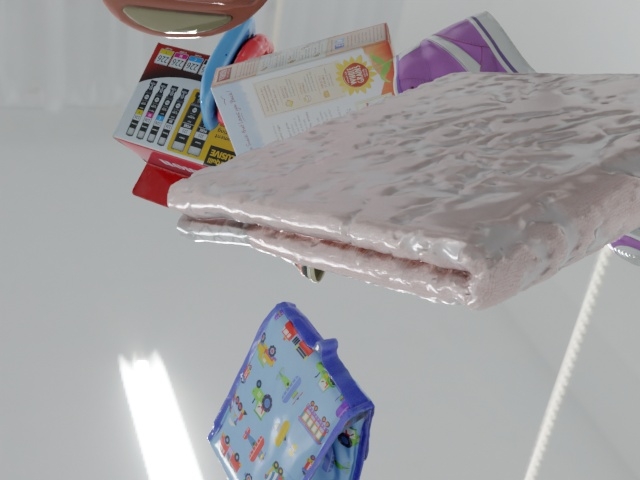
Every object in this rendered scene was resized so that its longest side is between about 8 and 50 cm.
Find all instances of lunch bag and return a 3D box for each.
[{"bbox_3d":[-0.034,0.246,1.431,0.138,0.293,0.221,-7,-139,-31],"label":"lunch bag"}]

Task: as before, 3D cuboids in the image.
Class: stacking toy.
[{"bbox_3d":[-0.034,-0.216,1.647,0.302,0.166,0.175,25,-102,4],"label":"stacking toy"}]

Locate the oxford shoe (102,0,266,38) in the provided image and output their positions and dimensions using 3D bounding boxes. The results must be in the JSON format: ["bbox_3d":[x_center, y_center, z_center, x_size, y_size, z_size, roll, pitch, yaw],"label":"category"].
[{"bbox_3d":[-0.051,-0.277,0.502,0.140,0.397,0.146,3,-129,-14],"label":"oxford shoe"}]

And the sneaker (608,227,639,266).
[{"bbox_3d":[0.575,-0.002,1.607,0.305,0.152,0.114,30,162,-36],"label":"sneaker"}]

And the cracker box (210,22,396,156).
[{"bbox_3d":[-0.006,-0.170,1.308,0.232,0.156,0.067,-13,-148,9],"label":"cracker box"}]

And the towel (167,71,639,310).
[{"bbox_3d":[0.106,-0.053,0.710,0.332,0.053,0.317,-26,-156,-34],"label":"towel"}]

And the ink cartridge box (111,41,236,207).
[{"bbox_3d":[-0.203,-0.184,1.837,0.309,0.272,0.130,18,168,28],"label":"ink cartridge box"}]

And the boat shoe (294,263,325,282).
[{"bbox_3d":[0.000,0.000,1.296,0.049,0.137,0.043,-24,-119,-34],"label":"boat shoe"}]

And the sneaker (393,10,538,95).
[{"bbox_3d":[0.171,-0.124,1.104,0.161,0.102,0.282,-23,-132,-8],"label":"sneaker"}]
